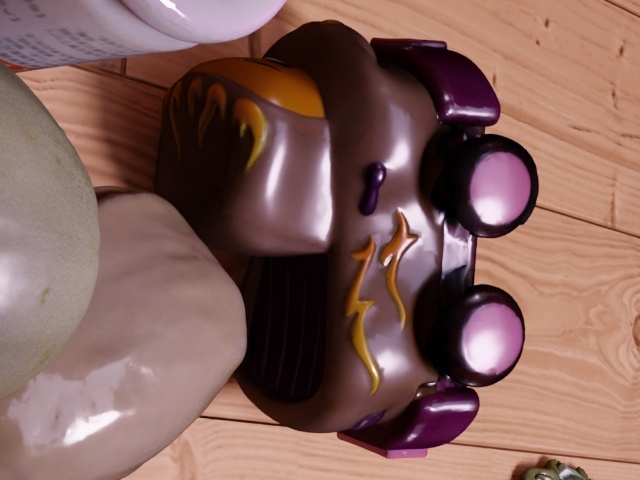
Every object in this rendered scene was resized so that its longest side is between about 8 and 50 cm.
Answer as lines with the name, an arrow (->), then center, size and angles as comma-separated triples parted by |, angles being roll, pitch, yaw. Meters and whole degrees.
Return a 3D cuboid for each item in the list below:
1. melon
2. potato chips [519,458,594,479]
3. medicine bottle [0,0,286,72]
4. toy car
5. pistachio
melon -> -0.278, -0.014, 1.095 | 0.308, 0.272, 0.272 | 39, 55, -23
potato chips -> 0.265, 0.436, 1.941 | 0.358, 0.070, 0.429 | -46, 123, -47
medicine bottle -> -0.183, -0.206, 1.191 | 0.202, 0.316, 0.202 | 5, 83, -51
toy car -> 0.000, 0.000, 1.498 | 0.240, 0.271, 0.341 | -1, 95, -30
pistachio -> -0.164, 0.068, 1.311 | 0.288, 0.166, 0.197 | -25, 123, -52
